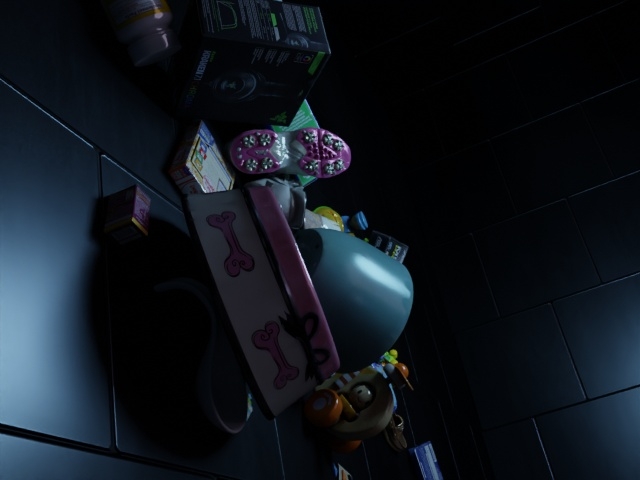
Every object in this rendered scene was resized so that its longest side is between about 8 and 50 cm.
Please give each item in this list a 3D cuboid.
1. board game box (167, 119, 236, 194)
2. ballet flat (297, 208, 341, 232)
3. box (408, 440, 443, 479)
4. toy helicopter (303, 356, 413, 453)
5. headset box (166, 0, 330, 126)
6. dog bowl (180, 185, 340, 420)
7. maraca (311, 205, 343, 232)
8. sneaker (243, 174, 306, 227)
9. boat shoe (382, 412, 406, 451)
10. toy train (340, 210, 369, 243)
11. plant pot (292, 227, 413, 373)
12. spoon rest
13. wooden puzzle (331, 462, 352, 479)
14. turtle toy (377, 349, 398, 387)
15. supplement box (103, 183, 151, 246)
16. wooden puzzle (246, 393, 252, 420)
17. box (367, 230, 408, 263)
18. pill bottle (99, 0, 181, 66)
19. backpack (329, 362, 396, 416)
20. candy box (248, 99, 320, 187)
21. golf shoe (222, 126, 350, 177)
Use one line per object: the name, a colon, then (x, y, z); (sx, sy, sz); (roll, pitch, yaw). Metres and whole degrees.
board game box: (-0.236, -0.139, 1.519); (0.146, 0.045, 0.193); (60, 18, -29)
ballet flat: (0.000, 0.000, 1.818); (0.316, 0.106, 0.107); (85, -3, -69)
box: (0.320, 0.694, 2.275); (0.225, 0.037, 0.136); (27, 44, -68)
toy helicopter: (0.096, 0.296, 1.701); (0.140, 0.235, 0.355); (57, 20, -34)
headset box: (-0.144, -0.361, 1.519); (0.283, 0.246, 0.131); (1, 60, -26)
dog bowl: (-0.094, 0.087, 1.274); (0.408, 0.150, 0.408); (159, -90, -85)
maraca: (-0.001, -0.019, 2.051); (0.186, 0.099, 0.127); (-44, 112, -45)
sneaker: (-0.128, -0.098, 1.703); (0.330, 0.146, 0.122); (-150, -116, -79)
boat shoe: (0.205, 0.522, 2.079); (0.178, 0.060, 0.064); (60, 18, -26)
toy train: (0.089, 0.043, 2.163); (0.105, 0.143, 0.248); (31, 40, -64)
plant pot: (0.016, 0.109, 1.625); (0.235, 0.293, 0.293); (37, 32, -34)
spoon rest: (-0.180, 0.185, 1.224); (0.276, 0.084, 0.137); (67, 16, -3)
wooden puzzle: (0.058, 0.543, 1.663); (0.116, 0.014, 0.078); (49, 25, -48)
turtle toy: (0.198, 0.375, 2.231); (0.130, 0.066, 0.095); (-86, 173, -62)
supplement box: (-0.302, -0.040, 1.167); (0.043, 0.055, 0.083); (55, 22, -44)
wooden puzzle: (-0.140, 0.296, 1.350); (0.049, 0.006, 0.083); (65, 16, -11)
box: (0.157, 0.118, 2.155); (0.270, 0.060, 0.216); (-68, 158, -1)
pill bottle: (-0.351, -0.445, 1.409); (0.208, 0.119, 0.119); (67, 16, -8)
backpack: (0.098, 0.371, 1.831); (0.173, 0.117, 0.158); (34, 37, -59)
candy box: (-0.111, -0.314, 1.847); (0.317, 0.122, 0.268); (60, -9, -25)
golf shoe: (-0.079, -0.202, 1.693); (0.306, 0.140, 0.115); (2, 95, -30)
